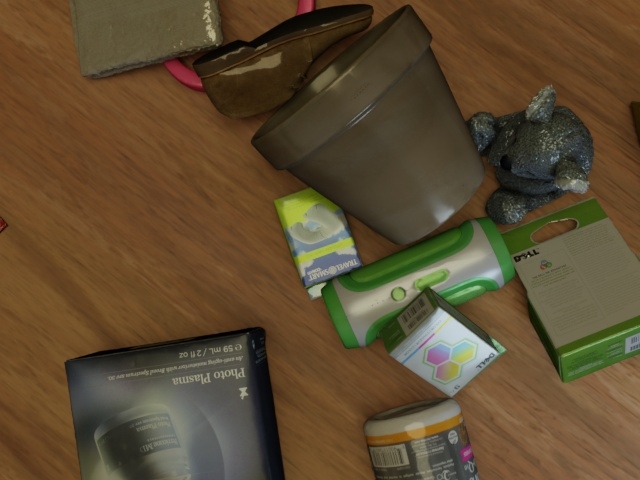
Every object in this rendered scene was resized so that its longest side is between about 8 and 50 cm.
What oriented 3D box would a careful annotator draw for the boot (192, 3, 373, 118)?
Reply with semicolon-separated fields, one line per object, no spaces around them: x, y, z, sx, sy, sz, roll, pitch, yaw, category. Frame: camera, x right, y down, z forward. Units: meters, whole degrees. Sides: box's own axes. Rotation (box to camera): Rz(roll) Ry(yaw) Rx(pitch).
-0.047;-0.298;1.466;0.305;0.112;0.115;-22;112;3;boot

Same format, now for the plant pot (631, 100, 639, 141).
0.630;-0.137;1.405;0.212;0.212;0.187;-6;98;2;plant pot

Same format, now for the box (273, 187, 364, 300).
0.000;0.000;1.502;0.109;0.042;0.178;-20;85;2;box

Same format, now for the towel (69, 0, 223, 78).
-0.295;-0.386;1.501;0.282;0.049;0.187;-7;90;21;towel

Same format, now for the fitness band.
-0.147;-0.381;1.528;0.291;0.054;0.209;-33;86;2;fitness band

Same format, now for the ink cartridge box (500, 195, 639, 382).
0.424;0.074;1.457;0.188;0.097;0.255;-22;51;2;ink cartridge box

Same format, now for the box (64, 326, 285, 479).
-0.221;0.306;1.425;0.296;0.183;0.294;-10;87;3;box

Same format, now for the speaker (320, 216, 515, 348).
0.156;0.069;1.444;0.296;0.131;0.131;-23;85;1;speaker

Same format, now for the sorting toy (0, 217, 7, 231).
-0.667;-0.076;1.539;0.132;0.046;0.274;-41;86;0;sorting toy

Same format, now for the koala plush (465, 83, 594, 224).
0.349;-0.146;1.403;0.203;0.221;0.196;-19;85;1;koala plush

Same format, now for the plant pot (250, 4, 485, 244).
0.101;-0.157;1.395;0.323;0.323;0.280;-42;101;0;plant pot

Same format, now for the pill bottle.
0.174;0.401;1.408;0.162;0.162;0.279;-15;86;2;pill bottle

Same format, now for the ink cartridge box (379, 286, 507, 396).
0.204;0.174;1.406;0.209;0.062;0.109;37;106;-30;ink cartridge box
